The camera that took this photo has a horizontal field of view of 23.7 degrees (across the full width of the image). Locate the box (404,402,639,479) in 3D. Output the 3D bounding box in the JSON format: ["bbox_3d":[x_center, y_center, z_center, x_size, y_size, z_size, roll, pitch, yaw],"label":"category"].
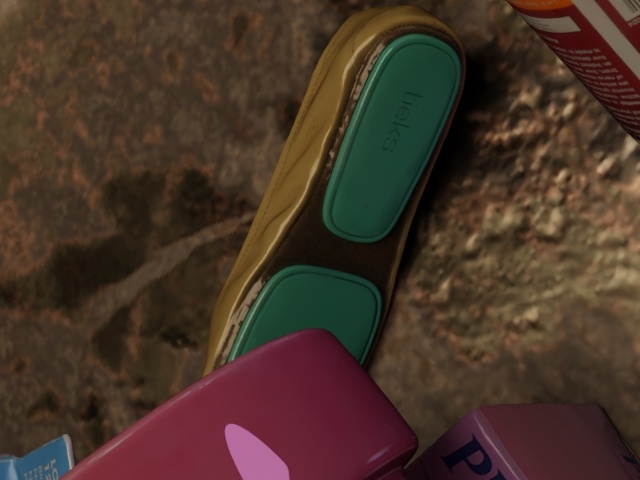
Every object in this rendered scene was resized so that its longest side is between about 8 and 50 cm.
[{"bbox_3d":[0.065,0.222,0.602,0.243,0.117,0.213,-45,63,21],"label":"box"}]

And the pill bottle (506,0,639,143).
[{"bbox_3d":[0.130,-0.085,0.563,0.086,0.152,0.086,-28,40,27],"label":"pill bottle"}]

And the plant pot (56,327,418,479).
[{"bbox_3d":[-0.019,0.158,0.492,0.201,0.201,0.180,-45,78,22],"label":"plant pot"}]

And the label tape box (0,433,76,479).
[{"bbox_3d":[-0.220,0.245,0.728,0.347,0.115,0.249,-27,69,53],"label":"label tape box"}]

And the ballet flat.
[{"bbox_3d":[0.000,0.000,0.709,0.232,0.080,0.073,-65,29,8],"label":"ballet flat"}]
